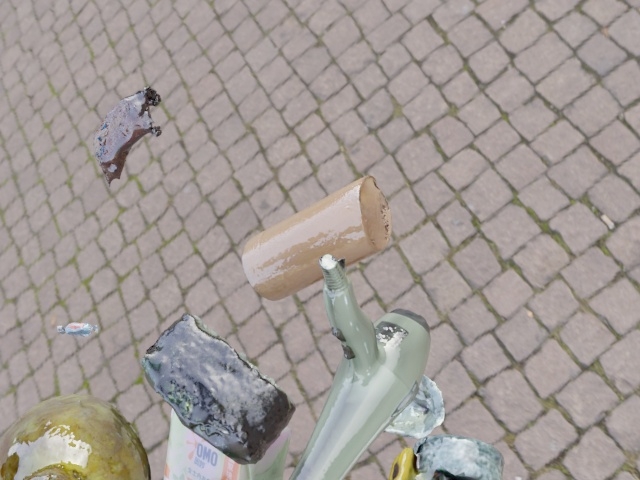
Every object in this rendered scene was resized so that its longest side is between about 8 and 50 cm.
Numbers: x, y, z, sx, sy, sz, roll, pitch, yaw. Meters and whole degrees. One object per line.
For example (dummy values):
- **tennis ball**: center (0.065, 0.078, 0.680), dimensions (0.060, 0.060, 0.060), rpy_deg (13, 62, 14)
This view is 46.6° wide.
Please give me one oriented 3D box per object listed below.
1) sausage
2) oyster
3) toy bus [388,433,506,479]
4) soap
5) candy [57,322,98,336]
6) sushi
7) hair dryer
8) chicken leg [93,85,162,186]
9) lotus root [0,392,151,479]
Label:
- **sausage**: center (0.000, 0.000, 1.224), dimensions (0.252, 0.123, 0.123), rpy_deg (-28, 57, 30)
- **oyster**: center (0.140, 0.344, 1.543), dimensions (0.252, 0.087, 0.199), rpy_deg (-38, 49, 27)
- **toy bus**: center (0.163, 0.237, 0.464), dimensions (0.123, 0.335, 0.121), rpy_deg (-41, 29, 50)
- **soap**: center (-0.170, 0.397, 1.331), dimensions (0.199, 0.138, 0.182), rpy_deg (17, 101, 37)
- **candy**: center (-0.481, 0.178, 1.478), dimensions (0.083, 0.030, 0.020), rpy_deg (1, 44, 3)
- **sushi**: center (-0.148, 0.209, 1.041), dimensions (0.225, 0.124, 0.127), rpy_deg (39, 74, 16)
- **hair dryer**: center (0.017, 0.146, 0.688), dimensions (0.088, 0.225, 0.219), rpy_deg (16, 78, 32)
- **chicken leg**: center (-0.381, -0.208, 1.447), dimensions (0.234, 0.063, 0.105), rpy_deg (-39, 79, 31)
- **lotus root**: center (-0.240, 0.239, 0.710), dimensions (0.309, 0.173, 0.173), rpy_deg (-22, 51, 66)
